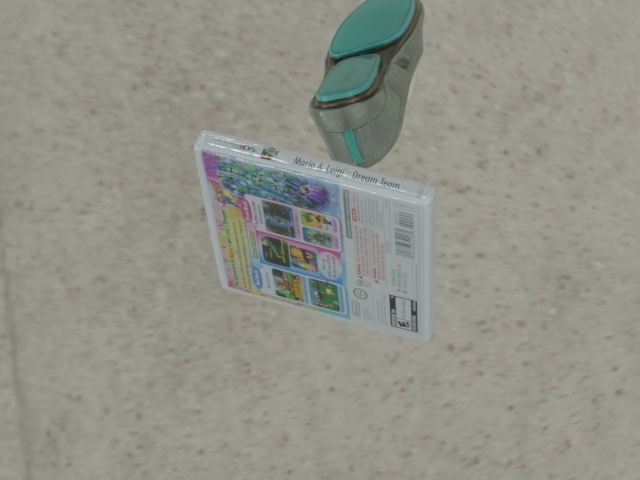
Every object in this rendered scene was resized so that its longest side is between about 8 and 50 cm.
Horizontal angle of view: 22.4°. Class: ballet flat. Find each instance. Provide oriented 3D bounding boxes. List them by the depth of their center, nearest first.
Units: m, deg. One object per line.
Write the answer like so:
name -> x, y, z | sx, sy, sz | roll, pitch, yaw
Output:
ballet flat -> 0.038, -0.115, 1.174 | 0.072, 0.213, 0.068 | -11, 116, 20

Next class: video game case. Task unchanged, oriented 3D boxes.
video game case -> 0.000, 0.000, 0.979 | 0.143, 0.157, 0.019 | 15, 59, 13
